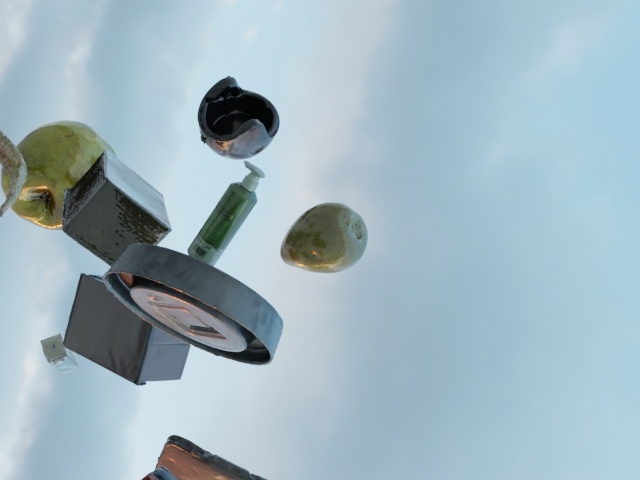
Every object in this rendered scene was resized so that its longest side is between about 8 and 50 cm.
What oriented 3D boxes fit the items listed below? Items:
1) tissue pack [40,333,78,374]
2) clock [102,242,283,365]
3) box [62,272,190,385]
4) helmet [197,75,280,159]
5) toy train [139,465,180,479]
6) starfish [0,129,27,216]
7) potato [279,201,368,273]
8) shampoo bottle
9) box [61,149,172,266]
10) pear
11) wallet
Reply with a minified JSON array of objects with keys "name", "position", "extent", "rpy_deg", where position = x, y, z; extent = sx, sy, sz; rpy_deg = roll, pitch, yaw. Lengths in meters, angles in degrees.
[{"name":"tissue pack","position":[-0.655,0.287,1.858],"extent":[0.059,0.094,0.074],"rpy_deg":[-24,-119,-11]},{"name":"clock","position":[-0.214,0.113,1.262],"extent":[0.319,0.319,0.066],"rpy_deg":[-2,-125,47]},{"name":"box","position":[-0.424,0.195,1.664],"extent":[0.252,0.153,0.188],"rpy_deg":[15,-89,33]},{"name":"helmet","position":[-0.215,-0.306,1.917],"extent":[0.189,0.216,0.193],"rpy_deg":[59,-31,20]},{"name":"toy train","position":[-0.320,0.520,1.426],"extent":[0.086,0.089,0.409],"rpy_deg":[45,-34,11]},{"name":"starfish","position":[-0.591,-0.191,1.064],"extent":[0.132,0.398,0.384],"rpy_deg":[-59,177,-21]},{"name":"potato","position":[0.000,0.000,1.628],"extent":[0.194,0.157,0.157],"rpy_deg":[-20,-118,34]},{"name":"shampoo bottle","position":[-0.168,-0.048,1.341],"extent":[0.204,0.065,0.065],"rpy_deg":[-55,-136,16]},{"name":"box","position":[-0.448,-0.067,1.615],"extent":[0.143,0.184,0.273],"rpy_deg":[-47,-154,5]},{"name":"pear","position":[-0.693,-0.184,2.001],"extent":[0.304,0.304,0.303],"rpy_deg":[-19,-117,42]},{"name":"wallet","position":[-0.225,0.550,1.671],"extent":[0.042,0.310,0.165],"rpy_deg":[-63,179,-54]}]
